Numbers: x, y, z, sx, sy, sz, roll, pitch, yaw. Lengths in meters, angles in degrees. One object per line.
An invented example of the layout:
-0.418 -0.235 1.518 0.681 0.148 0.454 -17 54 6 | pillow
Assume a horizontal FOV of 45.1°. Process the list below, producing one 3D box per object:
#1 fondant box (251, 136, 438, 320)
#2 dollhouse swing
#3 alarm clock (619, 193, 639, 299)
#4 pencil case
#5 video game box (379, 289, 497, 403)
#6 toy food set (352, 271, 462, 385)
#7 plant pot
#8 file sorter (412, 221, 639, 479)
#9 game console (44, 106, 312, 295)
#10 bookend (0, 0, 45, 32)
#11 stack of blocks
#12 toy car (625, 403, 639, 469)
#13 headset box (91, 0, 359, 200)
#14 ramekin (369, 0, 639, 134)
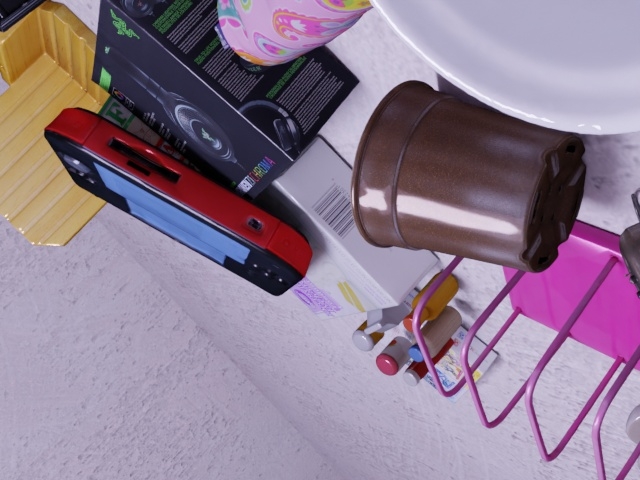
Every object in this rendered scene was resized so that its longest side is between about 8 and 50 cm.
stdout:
0.000 0.000 1.165 0.238 0.096 0.330 45 162 -6 | fondant box
-0.502 -0.196 1.420 0.347 0.305 0.315 45 161 -2 | dollhouse swing
0.281 0.030 0.618 0.129 0.064 0.192 52 -156 -36 | alarm clock
-0.003 -0.233 0.652 0.124 0.124 0.284 49 162 -16 | pencil case
0.175 0.167 1.241 0.187 0.048 0.205 41 160 13 | video game box
0.115 0.143 1.108 0.111 0.104 0.232 52 141 -3 | toy food set
0.142 -0.053 0.709 0.165 0.167 0.167 18 149 34 | plant pot
0.264 0.123 0.777 0.291 0.182 0.202 27 155 39 | file sorter
-0.203 -0.035 1.116 0.386 0.060 0.342 30 163 -4 | game console
-0.454 -0.411 1.101 0.072 0.156 0.157 23 152 44 | bookend
-0.268 -0.137 1.177 0.171 0.087 0.297 34 162 -17 | stack of blocks
0.429 0.272 0.866 0.136 0.159 0.182 -14 130 23 | toy car
-0.134 -0.200 0.927 0.283 0.131 0.246 41 161 -9 | headset box
0.137 -0.206 0.417 0.277 0.135 0.277 36 159 16 | ramekin
